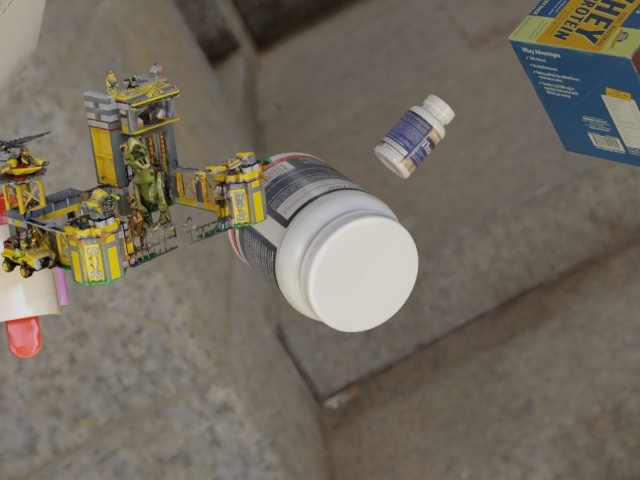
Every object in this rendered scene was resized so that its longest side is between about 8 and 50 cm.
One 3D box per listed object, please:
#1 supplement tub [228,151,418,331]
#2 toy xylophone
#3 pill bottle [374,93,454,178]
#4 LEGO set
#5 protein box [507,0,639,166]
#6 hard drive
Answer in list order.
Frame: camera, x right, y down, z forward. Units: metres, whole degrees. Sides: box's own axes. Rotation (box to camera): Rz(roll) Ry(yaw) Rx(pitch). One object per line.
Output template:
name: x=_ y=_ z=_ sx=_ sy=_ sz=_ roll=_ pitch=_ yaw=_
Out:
supplement tub: x=0.000 y=0.000 z=2.097 sx=0.191 sy=0.191 sz=0.272 roll=-33 pitch=32 yaw=-12
toy xylophone: x=-0.461 y=0.026 z=1.787 sx=0.322 sy=0.236 sz=0.081 roll=-1 pitch=-7 yaw=-17
pill bottle: x=0.141 y=-0.155 z=2.189 sx=0.120 sy=0.067 sz=0.067 roll=-48 pitch=19 yaw=-6
LEGO set: x=-0.230 y=-0.095 z=1.745 sx=0.331 sy=0.192 sz=0.255 roll=-19 pitch=23 yaw=-33
protein box: x=0.381 y=-0.212 z=1.863 sx=0.200 sy=0.201 sz=0.136 roll=18 pitch=60 yaw=49
hard drive: x=-0.366 y=-0.254 z=1.696 sx=0.203 sy=0.040 sz=0.307 roll=-62 pitch=2 yaw=-33
